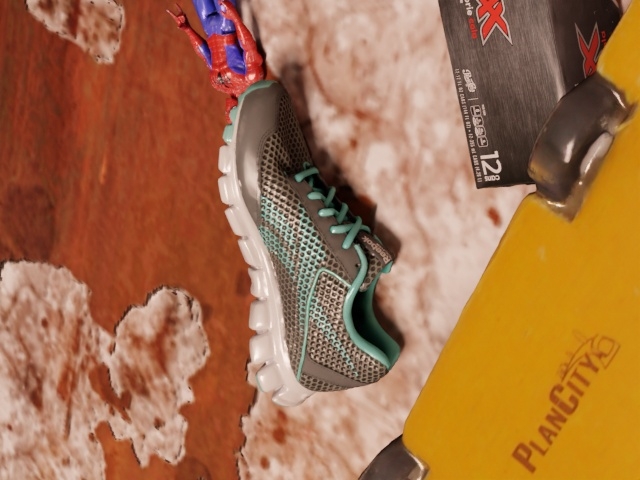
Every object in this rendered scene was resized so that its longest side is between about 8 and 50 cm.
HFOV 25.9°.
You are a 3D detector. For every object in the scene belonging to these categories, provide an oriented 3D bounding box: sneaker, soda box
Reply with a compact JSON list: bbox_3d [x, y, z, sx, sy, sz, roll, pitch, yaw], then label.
[{"bbox_3d":[0.000,0.000,0.690,0.076,0.065,0.166,-5,105,24],"label":"sneaker"},{"bbox_3d":[0.083,-0.110,0.572,0.053,0.060,0.168,-4,103,42],"label":"soda box"}]

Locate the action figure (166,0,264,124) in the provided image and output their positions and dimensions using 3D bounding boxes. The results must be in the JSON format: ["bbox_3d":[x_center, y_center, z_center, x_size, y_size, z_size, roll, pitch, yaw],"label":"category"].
[{"bbox_3d":[-0.053,-0.114,0.708,0.038,0.030,0.115,-6,103,36],"label":"action figure"}]

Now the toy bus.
[{"bbox_3d":[0.128,0.027,0.533,0.108,0.130,0.332,39,126,23],"label":"toy bus"}]
